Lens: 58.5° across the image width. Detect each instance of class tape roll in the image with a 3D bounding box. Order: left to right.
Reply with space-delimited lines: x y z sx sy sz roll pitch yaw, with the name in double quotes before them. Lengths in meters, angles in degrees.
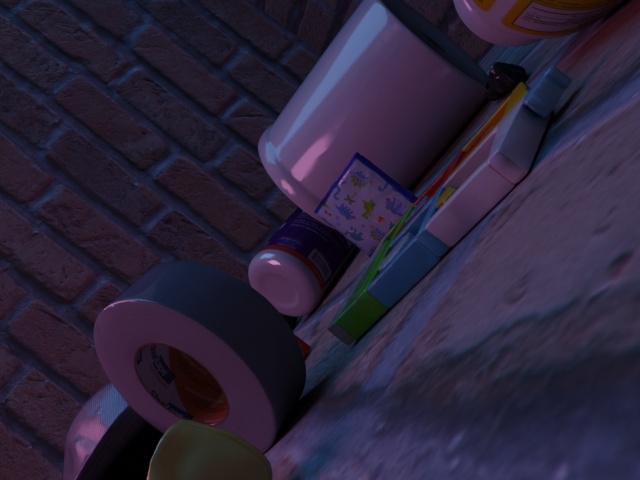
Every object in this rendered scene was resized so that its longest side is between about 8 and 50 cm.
"tape roll" -0.127 0.129 0.603 0.219 0.219 0.072 -52 0 43

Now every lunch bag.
"lunch bag" 0.079 -0.063 0.911 0.096 0.129 0.151 -53 0 -27

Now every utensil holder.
"utensil holder" 0.110 -0.257 1.173 0.385 0.328 0.327 -50 1 28

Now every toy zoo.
"toy zoo" 0.124 -0.040 0.544 0.293 0.030 0.192 -52 0 37

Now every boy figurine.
"boy figurine" -0.138 0.252 0.412 0.285 0.092 0.177 -55 -3 18

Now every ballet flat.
"ballet flat" 0.268 -0.243 0.851 0.057 0.049 0.173 -51 0 13

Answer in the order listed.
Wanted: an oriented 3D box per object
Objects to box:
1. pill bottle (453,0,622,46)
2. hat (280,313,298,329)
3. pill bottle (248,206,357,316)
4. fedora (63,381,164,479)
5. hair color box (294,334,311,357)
"pill bottle" 0.222 -0.294 0.496 0.188 0.188 0.334 -52 1 -1
"hat" -0.065 0.207 1.506 0.173 0.184 0.208 123 145 -72
"pill bottle" -0.020 0.018 1.364 0.323 0.181 0.181 -52 0 -43
"fedora" -0.249 0.281 0.751 0.244 0.124 0.275 29 -93 -58
"hair color box" -0.072 0.200 0.806 0.072 0.043 0.141 -53 -1 40
